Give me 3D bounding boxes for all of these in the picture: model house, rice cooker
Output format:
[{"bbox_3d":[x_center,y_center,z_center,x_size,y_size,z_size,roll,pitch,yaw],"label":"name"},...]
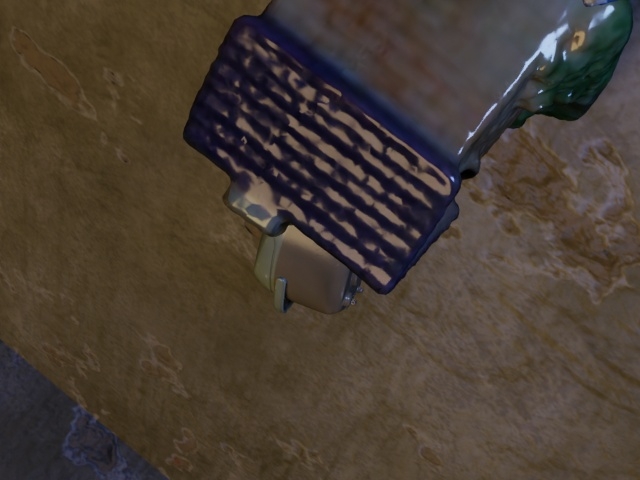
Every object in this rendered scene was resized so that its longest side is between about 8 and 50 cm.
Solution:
[{"bbox_3d":[0.055,-0.104,0.906,0.245,0.280,0.312,38,180,7],"label":"model house"},{"bbox_3d":[0.000,0.000,1.295,0.127,0.145,0.206,23,145,13],"label":"rice cooker"}]

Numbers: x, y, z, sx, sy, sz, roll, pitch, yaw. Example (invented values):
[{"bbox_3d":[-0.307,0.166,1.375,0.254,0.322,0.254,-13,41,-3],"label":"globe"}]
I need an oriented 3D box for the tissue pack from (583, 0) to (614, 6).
[{"bbox_3d":[0.195,-0.291,0.657,0.209,0.270,0.137,52,147,-10],"label":"tissue pack"}]
